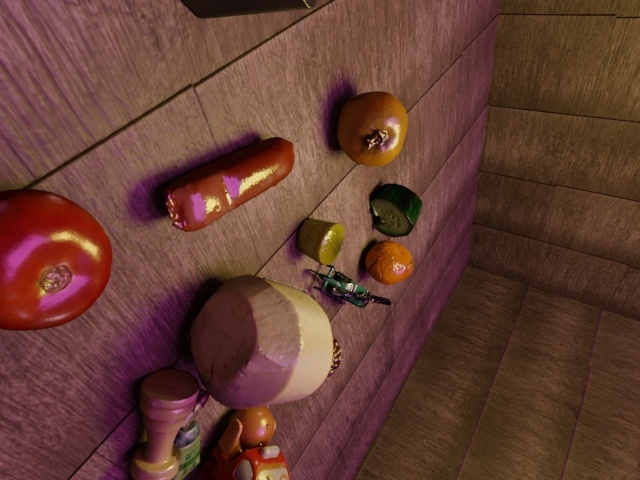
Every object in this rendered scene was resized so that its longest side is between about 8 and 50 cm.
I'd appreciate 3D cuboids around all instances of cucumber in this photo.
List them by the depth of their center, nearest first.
[{"bbox_3d":[0.285,-0.113,1.521,0.130,0.191,0.191,-60,150,-33],"label":"cucumber"}]

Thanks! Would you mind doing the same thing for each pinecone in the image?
[{"bbox_3d":[-0.009,0.387,1.359,0.174,0.174,0.173,-36,135,-45],"label":"pinecone"}]

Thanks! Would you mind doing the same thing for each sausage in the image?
[{"bbox_3d":[-0.178,-0.125,0.835,0.348,0.094,0.097,-38,124,-40],"label":"sausage"}]

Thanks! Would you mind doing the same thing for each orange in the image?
[{"bbox_3d":[0.268,0.090,1.603,0.193,0.193,0.161,-20,146,-53],"label":"orange"}]

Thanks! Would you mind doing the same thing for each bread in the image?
[{"bbox_3d":[0.000,0.000,1.174,0.111,0.114,0.129,18,92,-59],"label":"bread"}]

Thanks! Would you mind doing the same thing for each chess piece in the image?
[{"bbox_3d":[-0.358,0.483,0.881,0.117,0.117,0.396,-5,113,-58],"label":"chess piece"}]

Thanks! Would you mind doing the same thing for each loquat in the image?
[{"bbox_3d":[0.148,-0.316,1.148,0.208,0.208,0.208,-36,135,-45],"label":"loquat"}]

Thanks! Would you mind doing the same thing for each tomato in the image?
[{"bbox_3d":[-0.384,0.025,0.538,0.195,0.136,0.195,-40,141,-42],"label":"tomato"}]

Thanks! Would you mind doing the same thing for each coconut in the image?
[{"bbox_3d":[-0.126,0.235,0.936,0.323,0.323,0.322,-36,135,-45],"label":"coconut"}]

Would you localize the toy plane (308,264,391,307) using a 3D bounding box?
[{"bbox_3d":[0.085,0.163,1.383,0.382,0.155,0.106,34,78,-42],"label":"toy plane"}]

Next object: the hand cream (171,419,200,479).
[{"bbox_3d":[-0.332,0.525,1.004,0.095,0.046,0.174,-26,130,-54],"label":"hand cream"}]

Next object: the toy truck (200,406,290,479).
[{"bbox_3d":[-0.180,0.593,1.094,0.189,0.265,0.239,27,93,-49],"label":"toy truck"}]

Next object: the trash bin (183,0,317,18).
[{"bbox_3d":[-0.126,-0.431,0.593,0.164,0.241,0.122,27,82,-59],"label":"trash bin"}]

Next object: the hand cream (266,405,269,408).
[{"bbox_3d":[-0.188,0.557,1.259,0.084,0.050,0.256,40,67,-61],"label":"hand cream"}]

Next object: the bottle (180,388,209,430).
[{"bbox_3d":[-0.308,0.402,0.972,0.047,0.063,0.101,56,49,-16],"label":"bottle"}]
